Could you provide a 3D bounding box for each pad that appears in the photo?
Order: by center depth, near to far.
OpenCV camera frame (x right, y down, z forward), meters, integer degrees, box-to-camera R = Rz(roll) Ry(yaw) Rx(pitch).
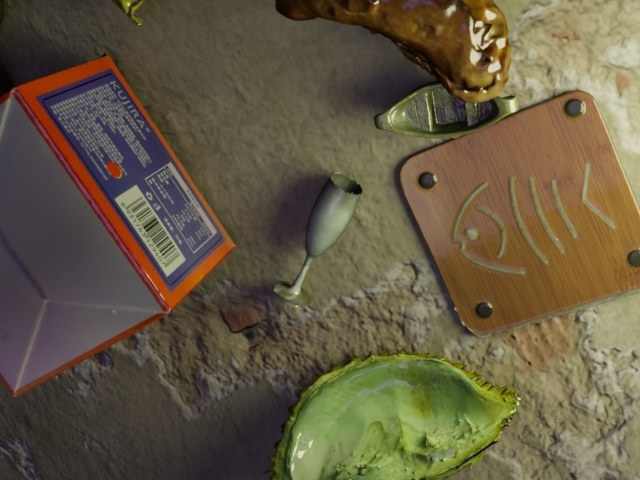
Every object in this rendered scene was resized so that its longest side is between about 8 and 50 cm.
[{"bbox_3d":[0.278,-0.026,1.207,0.284,0.018,0.286,-21,101,24],"label":"pad"}]

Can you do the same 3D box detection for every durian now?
[{"bbox_3d":[0.094,0.261,1.275,0.394,0.198,0.163,-15,104,20],"label":"durian"}]

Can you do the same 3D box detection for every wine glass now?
[{"bbox_3d":[0.000,0.000,1.281,0.066,0.066,0.198,29,115,5],"label":"wine glass"}]

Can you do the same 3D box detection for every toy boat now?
[{"bbox_3d":[0.163,-0.171,1.155,0.185,0.071,0.089,-5,109,20],"label":"toy boat"}]

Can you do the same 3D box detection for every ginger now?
[{"bbox_3d":[0.097,-0.298,1.075,0.321,0.165,0.172,27,109,9],"label":"ginger"}]

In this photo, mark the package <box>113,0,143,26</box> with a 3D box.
[{"bbox_3d":[-0.279,-0.412,1.195,0.226,0.090,0.168,47,119,-1],"label":"package"}]

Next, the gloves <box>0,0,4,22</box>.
[{"bbox_3d":[-0.566,-0.310,1.196,0.141,0.331,0.154,17,114,19],"label":"gloves"}]

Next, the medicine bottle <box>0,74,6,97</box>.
[{"bbox_3d":[-0.618,-0.187,1.362,0.293,0.141,0.141,-20,103,23],"label":"medicine bottle"}]

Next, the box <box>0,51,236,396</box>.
[{"bbox_3d":[-0.366,-0.027,1.280,0.319,0.257,0.348,-30,100,27],"label":"box"}]
